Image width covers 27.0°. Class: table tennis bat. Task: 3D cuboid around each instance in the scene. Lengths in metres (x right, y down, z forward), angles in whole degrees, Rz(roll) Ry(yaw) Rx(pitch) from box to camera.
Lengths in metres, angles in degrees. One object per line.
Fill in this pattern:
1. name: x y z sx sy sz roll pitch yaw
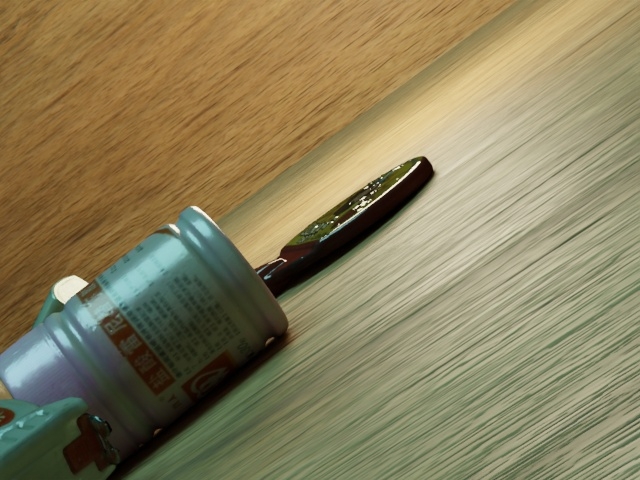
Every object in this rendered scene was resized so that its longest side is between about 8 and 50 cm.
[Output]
1. table tennis bat: 0.000 0.000 1.987 0.415 0.051 0.268 -37 7 -14

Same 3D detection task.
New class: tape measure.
1. tape measure: -0.376 0.274 1.441 0.246 0.125 0.243 -2 25 45

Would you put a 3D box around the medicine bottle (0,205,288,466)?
1. medicine bottle: -0.218 0.127 1.637 0.316 0.202 0.202 -39 8 -8

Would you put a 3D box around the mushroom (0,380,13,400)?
1. mushroom: -0.514 0.311 1.874 0.195 0.189 0.253 24 75 35

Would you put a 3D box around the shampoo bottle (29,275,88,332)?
1. shampoo bottle: -0.475 0.223 2.232 0.359 0.078 0.134 -60 -1 23
